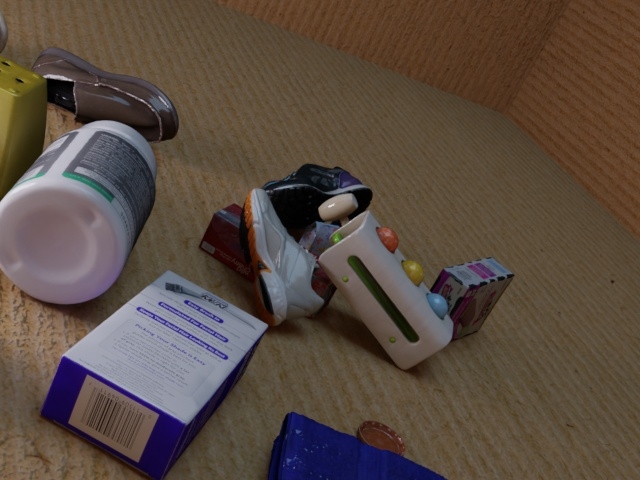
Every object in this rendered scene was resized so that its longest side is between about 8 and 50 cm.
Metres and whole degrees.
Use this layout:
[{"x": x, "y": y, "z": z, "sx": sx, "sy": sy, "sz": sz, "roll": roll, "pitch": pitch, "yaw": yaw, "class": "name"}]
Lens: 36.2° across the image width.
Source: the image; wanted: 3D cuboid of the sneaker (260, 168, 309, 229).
[{"x": -0.057, "y": -0.072, "z": 2.160, "sx": 0.125, "sy": 0.104, "sz": 0.262, "roll": 47, "pitch": 31, "yaw": 8, "class": "sneaker"}]

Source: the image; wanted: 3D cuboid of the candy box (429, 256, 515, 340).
[{"x": 0.289, "y": 0.125, "z": 2.003, "sx": 0.071, "sy": 0.159, "sz": 0.233, "roll": 39, "pitch": 25, "yaw": 24, "class": "candy box"}]

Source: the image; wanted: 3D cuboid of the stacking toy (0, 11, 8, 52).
[{"x": -0.775, "y": -0.403, "z": 1.993, "sx": 0.141, "sy": 0.141, "sz": 0.330, "roll": 28, "pitch": 26, "yaw": 0, "class": "stacking toy"}]

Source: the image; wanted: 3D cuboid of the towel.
[{"x": 0.070, "y": 0.374, "z": 1.328, "sx": 0.308, "sy": 0.076, "sz": 0.228, "roll": 25, "pitch": 29, "yaw": -8, "class": "towel"}]

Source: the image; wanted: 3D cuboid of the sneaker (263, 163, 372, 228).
[{"x": -0.032, "y": -0.103, "z": 2.062, "sx": 0.283, "sy": 0.107, "sz": 0.124, "roll": -2, "pitch": 40, "yaw": -43, "class": "sneaker"}]

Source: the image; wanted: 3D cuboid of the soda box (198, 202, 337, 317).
[{"x": -0.093, "y": 0.037, "z": 1.858, "sx": 0.263, "sy": 0.083, "sz": 0.092, "roll": 33, "pitch": 23, "yaw": 11, "class": "soda box"}]

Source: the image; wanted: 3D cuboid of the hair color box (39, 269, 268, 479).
[{"x": -0.220, "y": 0.176, "z": 1.375, "sx": 0.185, "sy": 0.110, "sz": 0.339, "roll": 28, "pitch": 24, "yaw": 6, "class": "hair color box"}]

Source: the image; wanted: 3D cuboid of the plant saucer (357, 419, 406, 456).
[{"x": 0.096, "y": 0.317, "z": 1.549, "sx": 0.083, "sy": 0.013, "sz": 0.083, "roll": 23, "pitch": 22, "yaw": -10, "class": "plant saucer"}]

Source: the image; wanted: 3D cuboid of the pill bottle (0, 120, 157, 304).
[{"x": -0.380, "y": -0.063, "z": 1.587, "sx": 0.204, "sy": 0.204, "sz": 0.361, "roll": 24, "pitch": 22, "yaw": -8, "class": "pill bottle"}]

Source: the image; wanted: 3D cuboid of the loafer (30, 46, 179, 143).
[{"x": -0.480, "y": -0.291, "z": 2.118, "sx": 0.366, "sy": 0.134, "sz": 0.130, "roll": 22, "pitch": 44, "yaw": 12, "class": "loafer"}]

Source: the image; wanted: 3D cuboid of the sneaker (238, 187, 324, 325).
[{"x": -0.069, "y": 0.026, "z": 1.763, "sx": 0.121, "sy": 0.099, "sz": 0.262, "roll": -6, "pitch": 69, "yaw": -21, "class": "sneaker"}]

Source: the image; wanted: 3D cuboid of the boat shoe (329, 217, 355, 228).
[{"x": 0.077, "y": -0.029, "z": 2.199, "sx": 0.065, "sy": 0.083, "sz": 0.183, "roll": 38, "pitch": 24, "yaw": 24, "class": "boat shoe"}]

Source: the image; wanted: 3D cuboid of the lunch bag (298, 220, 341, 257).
[{"x": 0.000, "y": 0.000, "z": 2.047, "sx": 0.071, "sy": 0.083, "sz": 0.053, "roll": 10, "pitch": 28, "yaw": -36, "class": "lunch bag"}]

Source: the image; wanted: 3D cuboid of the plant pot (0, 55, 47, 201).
[{"x": -0.594, "y": -0.218, "z": 1.707, "sx": 0.212, "sy": 0.187, "sz": 0.212, "roll": 25, "pitch": 22, "yaw": -5, "class": "plant pot"}]

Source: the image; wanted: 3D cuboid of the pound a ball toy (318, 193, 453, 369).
[{"x": 0.124, "y": 0.053, "z": 1.849, "sx": 0.319, "sy": 0.136, "sz": 0.208, "roll": 53, "pitch": 19, "yaw": -9, "class": "pound a ball toy"}]
